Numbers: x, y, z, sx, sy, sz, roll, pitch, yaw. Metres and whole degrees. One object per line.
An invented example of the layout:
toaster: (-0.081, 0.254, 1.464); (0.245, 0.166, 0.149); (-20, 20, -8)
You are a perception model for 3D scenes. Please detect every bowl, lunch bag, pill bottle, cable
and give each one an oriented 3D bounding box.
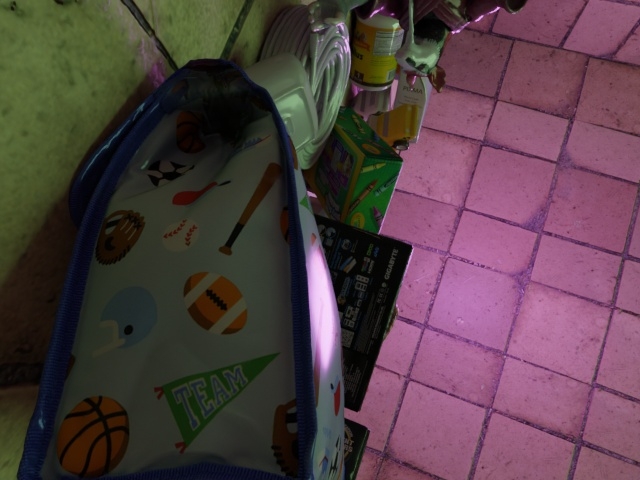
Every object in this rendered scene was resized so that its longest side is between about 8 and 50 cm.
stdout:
bowl: (-0.063, -0.158, 0.616); (0.142, 0.053, 0.142); (-34, 143, -14)
lunch bag: (-0.099, 0.059, 0.502); (0.328, 0.238, 0.386); (82, 5, -63)
pill bottle: (0.135, -0.476, 1.107); (0.215, 0.117, 0.117); (97, 16, -45)
cable: (-0.026, -0.247, 0.773); (0.257, 0.089, 0.257); (-42, 150, -70)

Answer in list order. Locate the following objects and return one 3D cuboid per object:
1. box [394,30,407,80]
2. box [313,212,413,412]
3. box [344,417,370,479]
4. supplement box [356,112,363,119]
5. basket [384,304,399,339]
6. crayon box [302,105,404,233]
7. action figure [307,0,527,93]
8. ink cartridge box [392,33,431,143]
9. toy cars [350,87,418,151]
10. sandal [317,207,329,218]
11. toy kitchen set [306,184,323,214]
box: (0.182, -0.539, 1.247); (0.203, 0.114, 0.103); (69, 39, -72)
box: (-0.022, 0.102, 0.816); (0.073, 0.293, 0.296); (12, 96, -77)
box: (-0.097, 0.369, 0.810); (0.395, 0.318, 0.097); (93, 18, -50)
supplement box: (0.055, -0.287, 1.111); (0.055, 0.083, 0.043); (-31, 138, -73)
basket: (0.065, 0.269, 1.374); (0.299, 0.213, 0.223); (-35, 165, -28)
crayon box: (0.050, -0.146, 0.932); (0.278, 0.081, 0.165); (-118, -144, -51)
action figure: (0.134, -0.368, 0.562); (0.276, 0.248, 0.370); (-68, 164, -47)
ink cartridge box: (0.281, -0.506, 1.248); (0.385, 0.091, 0.308); (97, 13, -48)
toy cars: (0.133, -0.311, 1.200); (0.394, 0.087, 0.177); (-109, -144, -58)
sandal: (-0.041, 0.018, 1.031); (0.416, 0.102, 0.169); (-42, 138, -32)
toy kitchen set: (0.049, -0.159, 1.185); (0.166, 0.122, 0.207); (-56, 161, -55)
